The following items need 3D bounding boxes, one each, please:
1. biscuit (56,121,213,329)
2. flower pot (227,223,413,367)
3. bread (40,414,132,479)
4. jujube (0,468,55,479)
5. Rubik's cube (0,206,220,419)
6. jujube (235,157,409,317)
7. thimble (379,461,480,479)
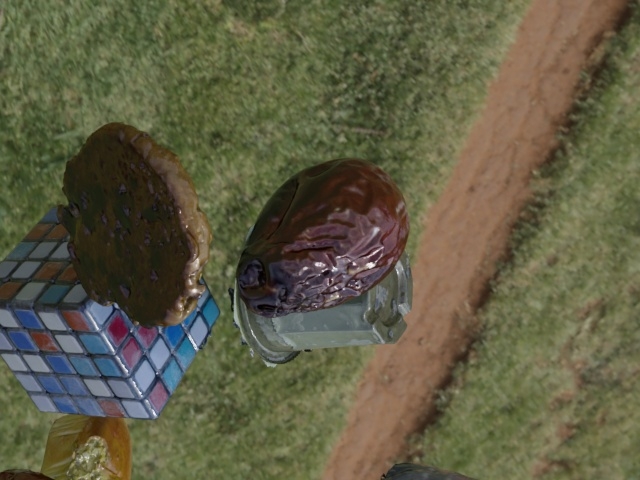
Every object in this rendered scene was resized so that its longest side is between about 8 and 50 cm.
[{"bbox_3d":[-0.258,-0.016,1.353,0.081,0.289,0.334,-24,-179,-40],"label":"biscuit"},{"bbox_3d":[0.016,0.096,1.738,0.290,0.259,0.290,-4,94,-61],"label":"flower pot"},{"bbox_3d":[-0.462,0.451,1.912,0.133,0.250,0.179,-15,125,18],"label":"bread"},{"bbox_3d":[-0.302,0.320,0.788,0.197,0.290,0.197,8,123,13],"label":"jujube"},{"bbox_3d":[-0.401,0.125,1.750,0.293,0.292,0.287,0,129,30],"label":"Rubik's cube"},{"bbox_3d":[0.000,0.000,1.080,0.236,0.168,0.168,-37,145,-46],"label":"jujube"},{"bbox_3d":[0.122,0.312,0.874,0.236,0.172,0.205,9,99,-68],"label":"thimble"}]
